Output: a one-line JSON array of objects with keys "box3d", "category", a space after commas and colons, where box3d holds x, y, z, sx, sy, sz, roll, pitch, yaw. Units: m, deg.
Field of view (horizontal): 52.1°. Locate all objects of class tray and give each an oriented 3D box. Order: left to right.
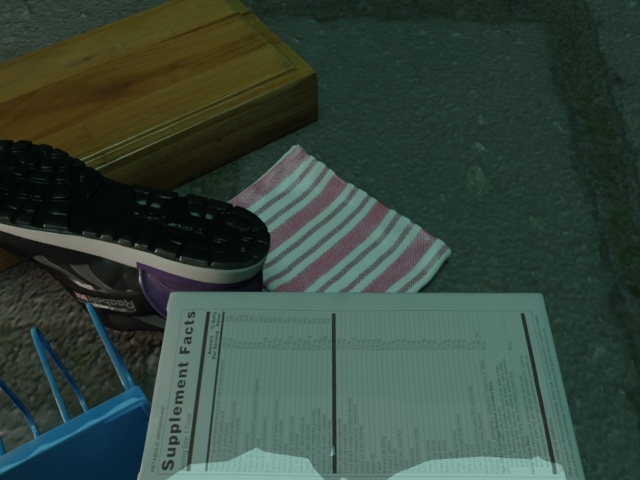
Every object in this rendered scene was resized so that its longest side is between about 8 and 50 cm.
[{"box3d": [-0.229, -0.124, 0.667, 0.411, 0.076, 0.203, -30, 58, -19], "category": "tray"}]

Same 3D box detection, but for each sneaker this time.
[{"box3d": [-0.186, 0.016, 0.518, 0.284, 0.124, 0.107, 19, 35, 7], "category": "sneaker"}]

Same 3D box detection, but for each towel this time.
[{"box3d": [0.000, 0.000, 0.596, 0.197, 0.029, 0.144, 36, 62, 24], "category": "towel"}]

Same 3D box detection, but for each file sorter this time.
[{"box3d": [-0.201, 0.136, 0.441, 0.170, 0.118, 0.104, -26, 54, -18], "category": "file sorter"}]

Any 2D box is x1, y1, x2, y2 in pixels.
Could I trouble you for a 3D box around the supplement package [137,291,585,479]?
[{"box3d": [0.022, 0.123, 0.435, 0.244, 0.133, 0.138, 1, 53, 1], "category": "supplement package"}]
